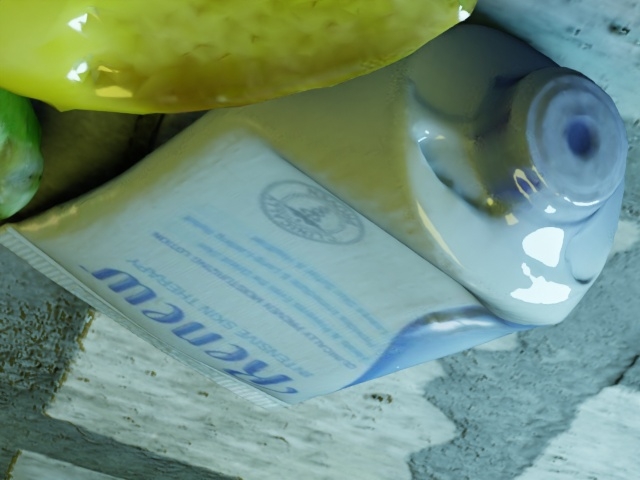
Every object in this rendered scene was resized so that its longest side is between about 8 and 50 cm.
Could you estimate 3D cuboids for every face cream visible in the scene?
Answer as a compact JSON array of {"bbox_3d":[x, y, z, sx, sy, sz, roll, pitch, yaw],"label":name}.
[{"bbox_3d":[0.000,0.000,0.861,0.234,0.137,0.420,34,148,-24],"label":"face cream"}]

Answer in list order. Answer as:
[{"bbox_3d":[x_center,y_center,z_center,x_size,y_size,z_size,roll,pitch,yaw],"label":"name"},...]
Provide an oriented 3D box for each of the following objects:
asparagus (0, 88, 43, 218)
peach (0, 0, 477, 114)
[{"bbox_3d":[-0.190,-0.085,0.741,0.082,0.085,0.343,49,169,12],"label":"asparagus"},{"bbox_3d":[-0.114,-0.232,0.494,0.306,0.242,0.380,-9,147,30],"label":"peach"}]
